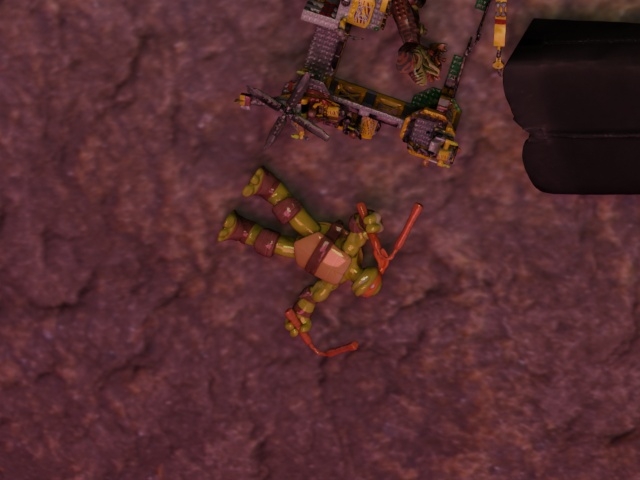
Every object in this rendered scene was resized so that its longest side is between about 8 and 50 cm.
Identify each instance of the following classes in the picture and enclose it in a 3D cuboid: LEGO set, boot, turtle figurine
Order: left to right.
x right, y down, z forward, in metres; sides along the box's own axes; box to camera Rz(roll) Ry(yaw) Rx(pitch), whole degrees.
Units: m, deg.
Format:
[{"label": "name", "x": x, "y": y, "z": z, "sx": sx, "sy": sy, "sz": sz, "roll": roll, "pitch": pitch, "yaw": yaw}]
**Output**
[{"label": "turtle figurine", "x": 0.000, "y": 0.000, "z": 2.187, "sx": 0.217, "sy": 0.087, "sz": 0.269, "roll": 34, "pitch": 129, "yaw": 1}, {"label": "LEGO set", "x": 0.076, "y": -0.213, "z": 1.988, "sx": 0.255, "sy": 0.192, "sz": 0.331, "roll": 26, "pitch": 121, "yaw": -3}, {"label": "boot", "x": 0.439, "y": -0.062, "z": 1.976, "sx": 0.445, "sy": 0.146, "sz": 0.367, "roll": 1, "pitch": 118, "yaw": 24}]
